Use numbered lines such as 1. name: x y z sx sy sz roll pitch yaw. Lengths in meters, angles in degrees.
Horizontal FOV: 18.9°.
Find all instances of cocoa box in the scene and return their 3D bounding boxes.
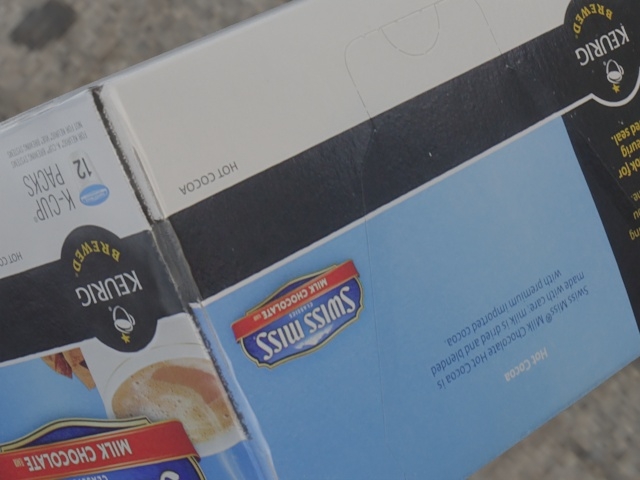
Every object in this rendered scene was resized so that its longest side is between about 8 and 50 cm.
1. cocoa box: 0.000 0.000 0.948 0.347 0.228 0.231 -28 8 -41
